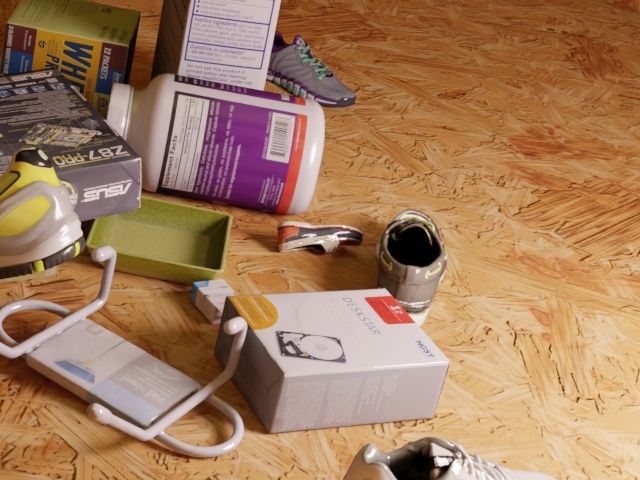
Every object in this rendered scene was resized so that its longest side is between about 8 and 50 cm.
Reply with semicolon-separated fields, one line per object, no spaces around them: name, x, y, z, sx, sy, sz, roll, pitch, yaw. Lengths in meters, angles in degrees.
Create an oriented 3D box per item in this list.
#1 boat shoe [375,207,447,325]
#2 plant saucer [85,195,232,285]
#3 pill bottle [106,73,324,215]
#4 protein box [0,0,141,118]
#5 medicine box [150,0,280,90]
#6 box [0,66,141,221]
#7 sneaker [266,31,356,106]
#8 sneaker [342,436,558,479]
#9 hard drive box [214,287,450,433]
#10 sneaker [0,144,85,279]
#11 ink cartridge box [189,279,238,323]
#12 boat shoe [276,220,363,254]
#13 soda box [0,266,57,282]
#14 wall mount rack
boat shoe;0.135;0.018;2.133;0.109;0.091;0.305;14;26;2
plant saucer;-0.223;0.003;2.042;0.188;0.045;0.188;11;26;-4
pill bottle;-0.164;-0.149;2.225;0.323;0.181;0.181;10;26;-8
protein box;-0.422;-0.316;2.487;0.201;0.136;0.200;10;25;-6
medicine box;-0.181;-0.325;2.447;0.149;0.289;0.263;6;27;-16
box;-0.490;-0.116;2.040;0.395;0.097;0.318;-14;34;-29
sneaker;-0.028;-0.323;2.741;0.223;0.098;0.083;26;28;24
sneaker;0.151;0.274;1.596;0.292;0.118;0.110;2;26;-26
hard drive box;0.012;0.144;1.821;0.232;0.089;0.181;-2;30;-30
sneaker;-0.471;-0.018;1.734;0.384;0.147;0.145;-10;8;6
ink cartridge box;-0.132;0.085;1.939;0.048;0.028;0.083;-5;31;-33
boat shoe;0.000;0.000;2.164;0.137;0.049;0.043;5;69;-23
soda box;-0.430;0.018;1.895;0.181;0.058;0.061;-6;32;-36
wall mount rack;-0.254;0.130;1.662;0.350;0.130;0.304;27;31;20
